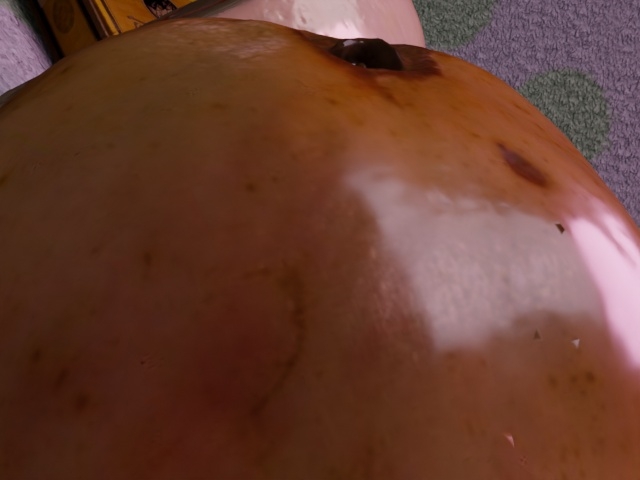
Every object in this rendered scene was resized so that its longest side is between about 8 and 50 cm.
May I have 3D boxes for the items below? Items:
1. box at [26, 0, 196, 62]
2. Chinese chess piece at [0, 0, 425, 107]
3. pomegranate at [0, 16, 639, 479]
[{"bbox_3d":[-0.194,-0.227,1.732,0.192,0.084,0.301,12,36,-42],"label":"box"},{"bbox_3d":[-0.084,-0.100,1.235,0.338,0.338,0.141,-78,142,-76],"label":"Chinese chess piece"},{"bbox_3d":[-0.019,0.106,0.736,0.411,0.411,0.411,45,12,-12],"label":"pomegranate"}]
